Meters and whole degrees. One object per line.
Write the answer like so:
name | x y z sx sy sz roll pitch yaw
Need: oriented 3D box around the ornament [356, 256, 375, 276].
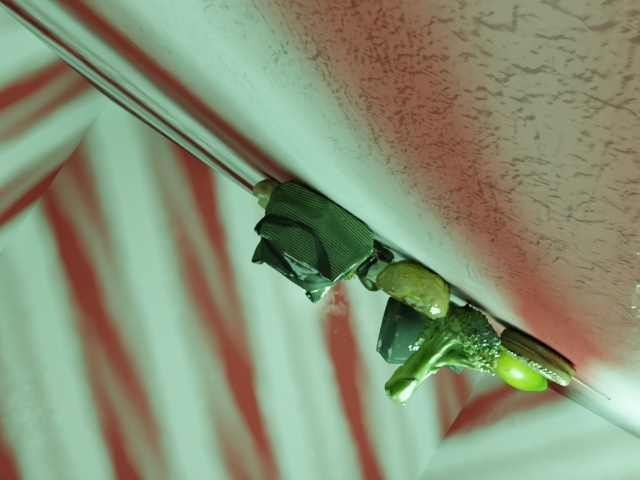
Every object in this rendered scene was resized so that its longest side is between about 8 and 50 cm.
ornament | 0.121 0.026 1.753 0.260 0.106 0.251 47 174 15

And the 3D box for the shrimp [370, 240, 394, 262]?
shrimp | 0.200 0.040 1.474 0.169 0.058 0.296 26 -175 -31

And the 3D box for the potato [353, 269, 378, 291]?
potato | 0.220 0.139 1.944 0.194 0.157 0.157 35 179 26

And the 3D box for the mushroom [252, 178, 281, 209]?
mushroom | -0.183 -0.168 1.554 0.148 0.112 0.148 42 180 0

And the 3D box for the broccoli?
broccoli | 0.406 0.371 1.365 0.397 0.353 0.275 -23 -120 -40

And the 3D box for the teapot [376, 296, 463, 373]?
teapot | 0.444 0.389 1.784 0.362 0.305 0.376 14 -165 13

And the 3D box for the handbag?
handbag | -0.036 0.008 1.226 0.341 0.240 0.247 34 149 4

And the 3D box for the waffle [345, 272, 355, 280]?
waffle | 0.000 0.000 1.670 0.382 0.095 0.379 52 179 27

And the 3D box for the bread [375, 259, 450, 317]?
bread | 0.298 0.144 1.324 0.244 0.134 0.244 31 175 3

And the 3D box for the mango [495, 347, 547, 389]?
mango | 0.920 0.597 1.906 0.343 0.156 0.192 30 -173 -25

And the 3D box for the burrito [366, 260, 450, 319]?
burrito | 0.367 0.200 1.636 0.392 0.117 0.076 32 -168 9

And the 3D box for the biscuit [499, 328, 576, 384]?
biscuit | 0.695 0.377 1.364 0.259 0.079 0.259 33 178 2

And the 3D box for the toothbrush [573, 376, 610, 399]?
toothbrush | 0.931 0.507 1.562 0.294 0.028 0.026 27 177 16
